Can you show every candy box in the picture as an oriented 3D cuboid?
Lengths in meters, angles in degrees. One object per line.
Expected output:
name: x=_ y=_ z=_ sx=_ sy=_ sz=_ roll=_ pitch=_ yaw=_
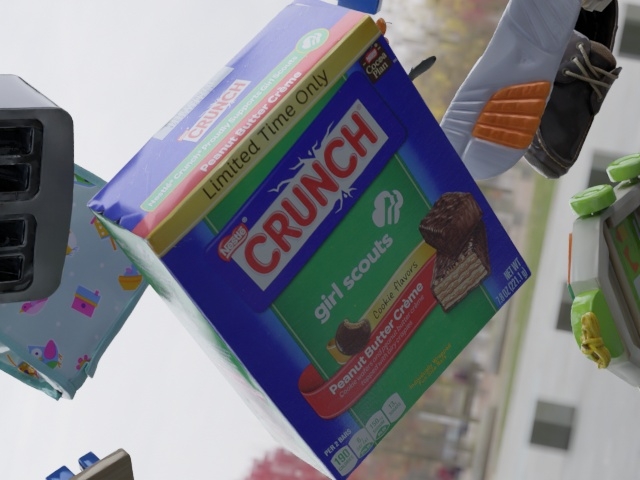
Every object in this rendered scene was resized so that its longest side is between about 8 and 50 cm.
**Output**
candy box: x=0.000 y=0.000 z=1.383 sx=0.268 sy=0.122 sz=0.317 roll=-46 pitch=-57 yaw=-16

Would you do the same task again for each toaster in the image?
toaster: x=-0.282 y=-0.038 z=1.266 sx=0.110 sy=0.185 sz=0.168 roll=32 pitch=119 yaw=50

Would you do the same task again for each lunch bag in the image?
lunch bag: x=-0.319 y=0.022 z=1.769 sx=0.223 sy=0.262 sz=0.160 roll=-57 pitch=-1 yaw=-23

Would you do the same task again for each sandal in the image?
sandal: x=0.225 y=-0.187 z=1.853 sx=0.265 sy=0.102 sz=0.076 roll=-62 pitch=-8 yaw=7

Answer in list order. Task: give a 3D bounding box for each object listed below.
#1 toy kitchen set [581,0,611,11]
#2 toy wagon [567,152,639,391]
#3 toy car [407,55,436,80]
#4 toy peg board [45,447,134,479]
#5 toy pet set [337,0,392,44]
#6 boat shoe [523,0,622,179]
toy kitchen set: x=0.327 y=-0.327 z=1.959 sx=0.075 sy=0.068 sz=0.083 roll=-48 pitch=-17 yaw=21
toy wagon: x=0.372 y=0.057 z=1.960 sx=0.344 sy=0.068 sz=0.267 roll=-34 pitch=-75 yaw=-50
toy car: x=0.098 y=-0.148 z=2.089 sx=0.188 sy=0.149 sz=0.155 roll=-64 pitch=-11 yaw=26
toy peg board: x=-0.278 y=0.297 z=1.703 sx=0.161 sy=0.079 sz=0.161 roll=-30 pitch=-44 yaw=-30
toy pet set: x=0.045 y=-0.245 z=1.821 sx=0.065 sy=0.122 sz=0.114 roll=32 pitch=116 yaw=48
boat shoe: x=0.360 y=-0.251 z=2.366 sx=0.130 sy=0.132 sz=0.355 roll=-31 pitch=37 yaw=45
